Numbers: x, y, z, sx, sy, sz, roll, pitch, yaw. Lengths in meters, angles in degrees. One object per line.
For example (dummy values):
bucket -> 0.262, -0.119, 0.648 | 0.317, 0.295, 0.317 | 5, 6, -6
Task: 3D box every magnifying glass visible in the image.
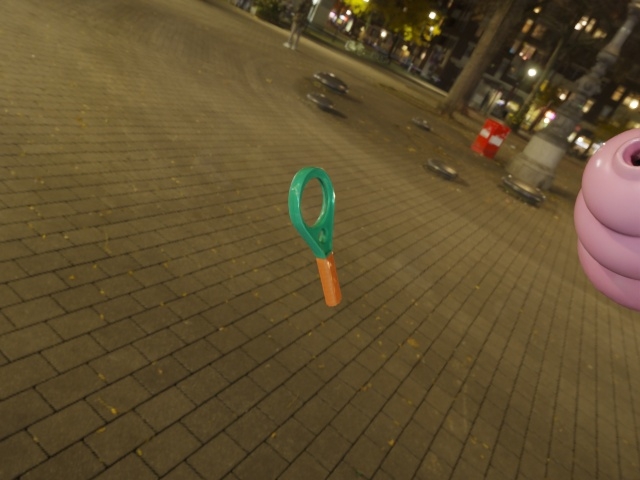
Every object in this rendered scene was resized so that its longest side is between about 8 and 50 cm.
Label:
magnifying glass -> 0.000, 0.000, 0.720 | 0.026, 0.230, 0.092 | 7, 35, 33

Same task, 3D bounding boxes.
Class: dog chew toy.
dog chew toy -> 0.434, -0.028, 0.625 | 0.332, 0.206, 0.206 | 35, 12, -45
